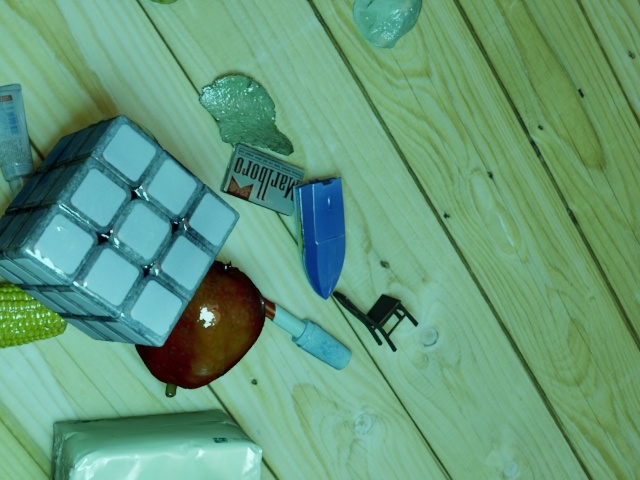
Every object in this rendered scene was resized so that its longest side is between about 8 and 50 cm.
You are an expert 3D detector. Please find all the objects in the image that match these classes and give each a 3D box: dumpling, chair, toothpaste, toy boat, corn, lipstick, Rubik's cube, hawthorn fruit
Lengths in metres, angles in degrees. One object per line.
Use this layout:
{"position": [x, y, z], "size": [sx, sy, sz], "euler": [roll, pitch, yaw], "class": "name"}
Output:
{"position": [0.175, -0.571, 1.944], "size": [0.152, 0.108, 0.219], "euler": [29, 77, -23], "class": "dumpling"}
{"position": [0.130, 0.161, 1.946], "size": [0.101, 0.084, 0.212], "euler": [-48, 114, -15], "class": "chair"}
{"position": [-0.620, -0.197, 1.616], "size": [0.089, 0.057, 0.234], "euler": [-14, 90, -26], "class": "toothpaste"}
{"position": [0.000, 0.000, 1.890], "size": [0.129, 0.088, 0.295], "euler": [-17, 110, -38], "class": "toy boat"}
{"position": [-0.665, 0.153, 1.551], "size": [0.387, 0.144, 0.144], "euler": [-6, 94, -23], "class": "corn"}
{"position": [-0.047, 0.211, 1.882], "size": [0.274, 0.061, 0.068], "euler": [36, 79, -22], "class": "lipstick"}
{"position": [-0.390, -0.008, 1.478], "size": [0.303, 0.301, 0.305], "euler": [41, 65, -29], "class": "Rubik's cube"}
{"position": [-0.262, 0.183, 1.684], "size": [0.265, 0.265, 0.307], "euler": [18, 100, -24], "class": "hawthorn fruit"}

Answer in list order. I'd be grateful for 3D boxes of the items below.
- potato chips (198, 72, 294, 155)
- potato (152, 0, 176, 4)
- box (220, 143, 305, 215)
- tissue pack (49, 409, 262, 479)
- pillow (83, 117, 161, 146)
{"position": [-0.157, -0.272, 1.820], "size": [0.167, 0.059, 0.228], "euler": [-32, 92, -31], "class": "potato chips"}
{"position": [-0.327, -0.588, 1.723], "size": [0.107, 0.080, 0.171], "euler": [9, 78, -15], "class": "potato"}
{"position": [-0.131, -0.136, 1.850], "size": [0.177, 0.036, 0.115], "euler": [21, 84, -24], "class": "box"}
{"position": [-0.340, 0.473, 1.626], "size": [0.380, 0.297, 0.207], "euler": [2, 93, -26], "class": "tissue pack"}
{"position": [-0.429, -0.140, 1.694], "size": [0.214, 0.086, 0.233], "euler": [31, 76, -33], "class": "pillow"}
